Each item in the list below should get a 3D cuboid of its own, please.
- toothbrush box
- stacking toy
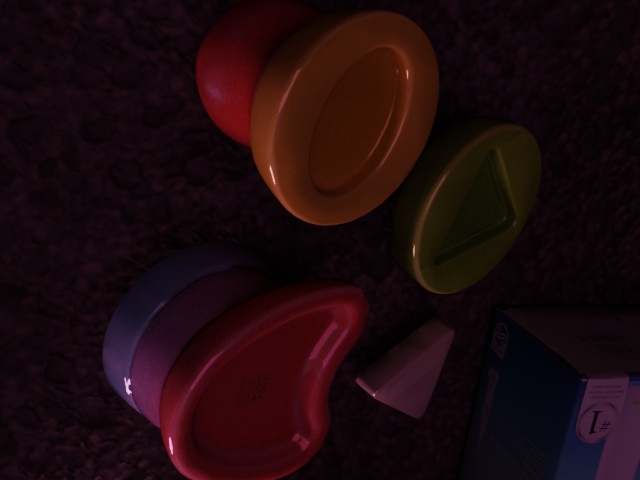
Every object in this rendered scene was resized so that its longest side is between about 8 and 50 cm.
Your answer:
[{"bbox_3d":[0.241,0.213,0.639,0.216,0.126,0.296,2,110,-19],"label":"toothbrush box"},{"bbox_3d":[0.000,0.000,0.522,0.279,0.130,0.309,7,112,-47],"label":"stacking toy"}]
